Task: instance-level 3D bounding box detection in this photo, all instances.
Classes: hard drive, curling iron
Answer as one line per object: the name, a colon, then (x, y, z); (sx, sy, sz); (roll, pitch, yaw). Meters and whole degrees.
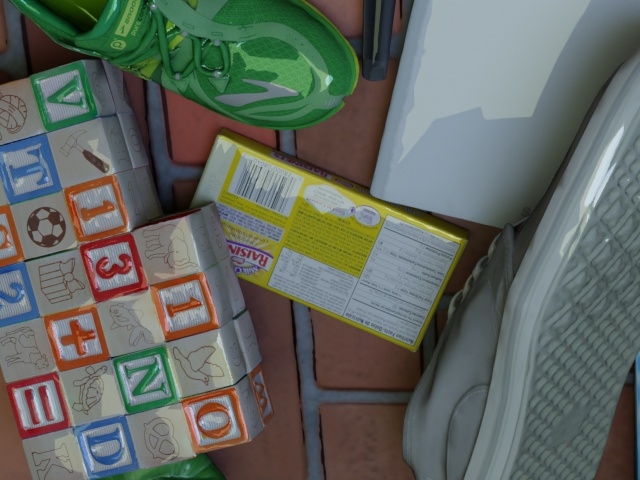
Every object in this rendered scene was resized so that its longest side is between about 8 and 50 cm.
hard drive: (0.166, -0.153, 1.098); (0.203, 0.040, 0.307); (14, 112, 3)
curling iron: (0.034, -0.247, 1.083); (0.068, 0.035, 0.274); (0, 111, 13)

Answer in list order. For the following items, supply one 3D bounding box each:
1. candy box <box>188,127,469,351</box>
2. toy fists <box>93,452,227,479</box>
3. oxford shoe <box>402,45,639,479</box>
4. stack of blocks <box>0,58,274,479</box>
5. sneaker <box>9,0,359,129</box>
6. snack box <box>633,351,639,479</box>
candy box: (0.000, 0.000, 1.191); (0.206, 0.027, 0.105); (23, 116, 0)
toy fists: (-0.195, 0.255, 1.287); (0.279, 0.096, 0.142); (-42, 101, 20)
oxford shoe: (0.156, 0.045, 1.091); (0.130, 0.169, 0.449); (46, 135, 36)
stack of blocks: (-0.160, 0.019, 1.153); (0.171, 0.087, 0.297); (-15, 94, 12)
sneaker: (-0.118, -0.151, 1.097); (0.296, 0.123, 0.109); (23, 113, -2)
snack box: (0.398, 0.127, 1.161); (0.322, 0.060, 0.187); (-2, 113, 9)
